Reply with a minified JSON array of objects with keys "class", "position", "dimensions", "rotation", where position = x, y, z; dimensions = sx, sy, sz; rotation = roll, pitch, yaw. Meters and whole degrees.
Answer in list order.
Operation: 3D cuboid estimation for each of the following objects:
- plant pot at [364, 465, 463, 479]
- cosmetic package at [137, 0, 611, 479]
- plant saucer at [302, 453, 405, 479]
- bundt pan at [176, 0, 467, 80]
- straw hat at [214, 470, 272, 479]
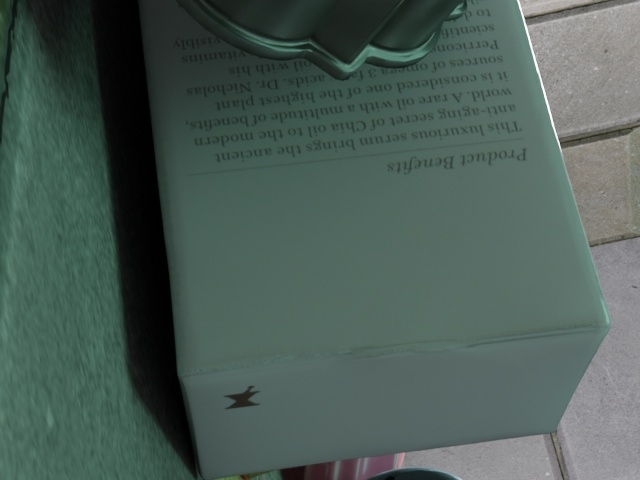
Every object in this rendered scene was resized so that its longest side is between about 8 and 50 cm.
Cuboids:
[{"class":"plant pot","position":[0.112,0.343,1.200],"dimensions":[0.255,0.271,0.272],"rotation":[55,19,-41]},{"class":"cosmetic package","position":[0.005,-0.100,0.853],"dimensions":[0.161,0.230,0.453],"rotation":[94,-11,-60]},{"class":"plant saucer","position":[0.059,0.125,1.336],"dimensions":[0.332,0.084,0.332],"rotation":[13,90,-83]},{"class":"bundt pan","position":[-0.005,-0.255,0.683],"dimensions":[0.331,0.124,0.331],"rotation":[24,50,-32]},{"class":"straw hat","position":[-0.041,0.123,0.889],"dimensions":[0.144,0.061,0.144],"rotation":[-12,90,-86]}]
